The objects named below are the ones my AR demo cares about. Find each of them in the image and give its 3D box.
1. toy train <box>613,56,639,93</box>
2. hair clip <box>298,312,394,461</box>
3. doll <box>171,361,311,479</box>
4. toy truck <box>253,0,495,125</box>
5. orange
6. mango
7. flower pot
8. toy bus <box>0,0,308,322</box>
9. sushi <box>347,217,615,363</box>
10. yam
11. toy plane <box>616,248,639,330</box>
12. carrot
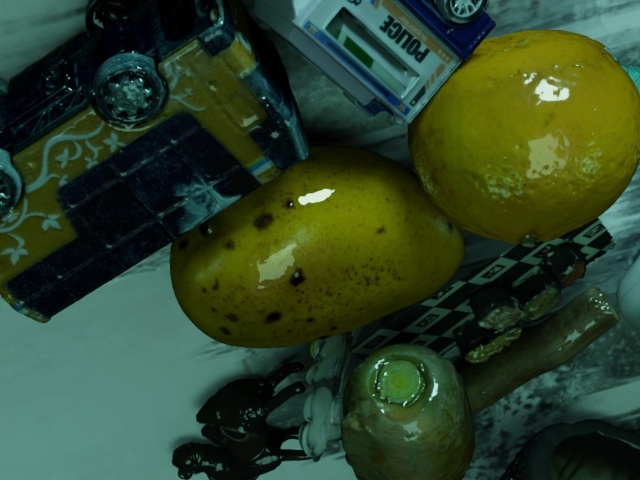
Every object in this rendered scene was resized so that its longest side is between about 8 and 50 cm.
[{"bbox_3d":[0.278,-0.157,1.649,0.092,0.029,0.045,21,109,-23],"label":"toy train"},{"bbox_3d":[0.030,0.139,1.755,0.116,0.049,0.172,-4,112,-47],"label":"hair clip"},{"bbox_3d":[-0.081,0.205,1.799,0.165,0.057,0.139,-15,128,3],"label":"doll"},{"bbox_3d":[0.013,-0.229,1.446,0.268,0.124,0.155,36,94,-39],"label":"toy truck"},{"bbox_3d":[0.187,-0.097,1.555,0.219,0.219,0.193,1,107,-13],"label":"orange"},{"bbox_3d":[0.000,0.000,1.618,0.290,0.160,0.191,-5,117,-16],"label":"mango"},{"bbox_3d":[0.276,0.374,1.885,0.266,0.267,0.267,16,129,-22],"label":"flower pot"},{"bbox_3d":[-0.183,-0.090,1.512,0.323,0.162,0.194,-31,125,11],"label":"toy bus"},{"bbox_3d":[0.179,0.074,1.717,0.279,0.043,0.192,-32,158,7],"label":"sushi"},{"bbox_3d":[0.210,0.126,1.794,0.241,0.057,0.057,-36,124,24],"label":"yam"},{"bbox_3d":[0.419,0.014,1.744,0.252,0.118,0.252,-15,143,-11],"label":"toy plane"},{"bbox_3d":[0.094,0.207,1.728,0.138,0.139,0.302,-19,155,0],"label":"carrot"}]
